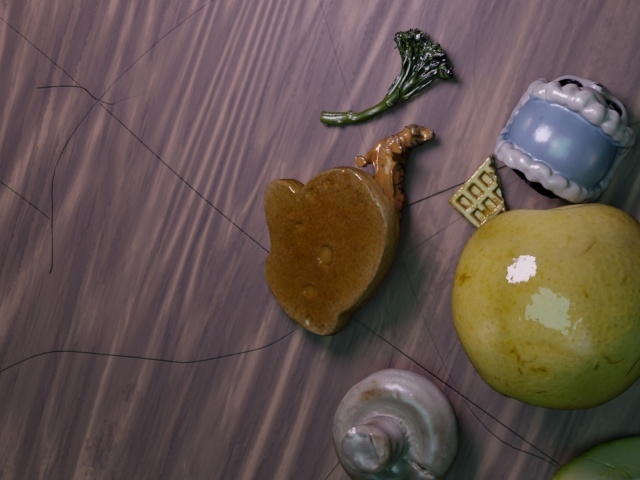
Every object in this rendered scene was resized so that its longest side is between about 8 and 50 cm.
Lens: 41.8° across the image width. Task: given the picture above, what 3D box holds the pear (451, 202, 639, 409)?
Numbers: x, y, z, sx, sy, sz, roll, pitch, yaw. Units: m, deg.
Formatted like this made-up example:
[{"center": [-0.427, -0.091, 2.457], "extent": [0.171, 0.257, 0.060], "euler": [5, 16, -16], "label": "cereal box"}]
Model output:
[{"center": [0.375, 0.098, 1.334], "extent": [0.348, 0.348, 0.348], "euler": [2, 95, 18], "label": "pear"}]

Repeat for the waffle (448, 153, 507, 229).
[{"center": [0.334, -0.047, 1.502], "extent": [0.191, 0.032, 0.125], "euler": [43, 104, 9], "label": "waffle"}]

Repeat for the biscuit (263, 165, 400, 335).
[{"center": [0.001, 0.000, 1.556], "extent": [0.287, 0.057, 0.343], "euler": [44, 126, 21], "label": "biscuit"}]

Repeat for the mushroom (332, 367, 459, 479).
[{"center": [0.123, 0.358, 1.502], "extent": [0.243, 0.243, 0.243], "euler": [2, 95, 18], "label": "mushroom"}]

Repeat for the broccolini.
[{"center": [0.105, -0.299, 1.547], "extent": [0.271, 0.062, 0.123], "euler": [-24, 77, 22], "label": "broccolini"}]

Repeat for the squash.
[{"center": [0.535, 0.375, 1.426], "extent": [0.252, 0.093, 0.169], "euler": [-38, 127, 18], "label": "squash"}]

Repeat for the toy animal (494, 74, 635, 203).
[{"center": [0.407, -0.174, 1.397], "extent": [0.208, 0.156, 0.204], "euler": [35, 104, 14], "label": "toy animal"}]

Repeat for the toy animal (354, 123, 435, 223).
[{"center": [0.127, -0.087, 1.543], "extent": [0.114, 0.116, 0.255], "euler": [14, 107, 36], "label": "toy animal"}]
